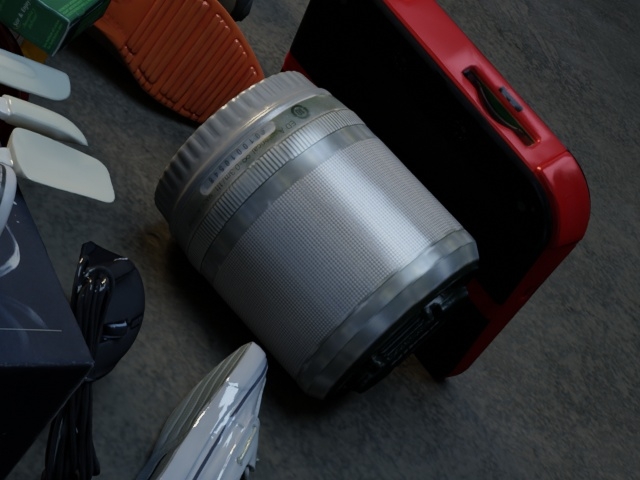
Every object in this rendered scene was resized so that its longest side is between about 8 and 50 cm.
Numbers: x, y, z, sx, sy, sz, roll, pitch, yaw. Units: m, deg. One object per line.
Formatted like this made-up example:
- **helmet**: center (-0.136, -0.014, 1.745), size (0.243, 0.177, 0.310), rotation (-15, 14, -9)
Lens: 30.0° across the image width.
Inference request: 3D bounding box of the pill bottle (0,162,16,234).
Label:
- **pill bottle**: center (-0.250, -0.035, 0.720), size (0.116, 0.065, 0.065), rotation (23, 34, -29)

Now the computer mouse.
- **computer mouse**: center (-0.172, 0.098, 0.928), size (0.060, 0.184, 0.262), rotation (9, 2, -11)

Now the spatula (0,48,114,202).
- **spatula**: center (-0.264, -0.107, 0.848), size (0.242, 0.019, 0.168), rotation (18, 37, -41)

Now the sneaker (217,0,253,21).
- **sneaker**: center (-0.205, -0.373, 1.558), size (0.271, 0.100, 0.108), rotation (39, 44, 3)

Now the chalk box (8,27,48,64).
- **chalk box**: center (-0.386, -0.298, 1.155), size (0.289, 0.180, 0.179), rotation (39, 30, -2)

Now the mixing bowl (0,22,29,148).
- **mixing bowl**: center (-0.323, -0.136, 1.038), size (0.181, 0.181, 0.098), rotation (43, 15, 3)

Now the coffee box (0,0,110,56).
- **coffee box**: center (-0.270, -0.234, 0.990), size (0.184, 0.040, 0.113), rotation (33, 30, -6)

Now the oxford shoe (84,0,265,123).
- **oxford shoe**: center (-0.208, -0.262, 1.367), size (0.364, 0.130, 0.133), rotation (41, -1, -27)

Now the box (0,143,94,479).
- **box**: center (-0.375, 0.009, 0.764), size (0.343, 0.179, 0.312), rotation (5, 44, -46)

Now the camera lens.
- **camera lens**: center (0.000, 0.000, 1.163), size (0.274, 0.219, 0.219), rotation (48, 30, 11)

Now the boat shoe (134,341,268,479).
- **boat shoe**: center (-0.091, 0.177, 0.986), size (0.076, 0.083, 0.226), rotation (48, 40, -11)

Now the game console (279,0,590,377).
- **game console**: center (0.090, -0.079, 1.265), size (0.060, 0.342, 0.386), rotation (-26, 68, -32)
